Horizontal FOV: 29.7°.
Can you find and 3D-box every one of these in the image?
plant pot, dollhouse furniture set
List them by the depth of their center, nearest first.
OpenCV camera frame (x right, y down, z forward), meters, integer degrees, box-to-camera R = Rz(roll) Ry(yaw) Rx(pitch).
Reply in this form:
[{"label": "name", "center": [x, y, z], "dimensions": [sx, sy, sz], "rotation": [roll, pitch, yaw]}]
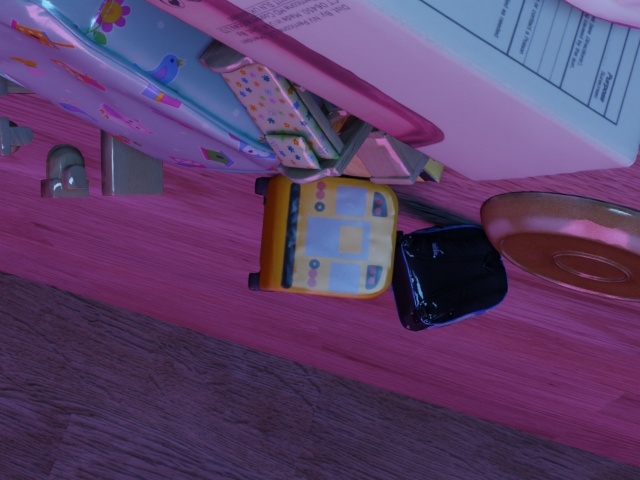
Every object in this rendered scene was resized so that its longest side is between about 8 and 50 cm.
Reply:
[{"label": "dollhouse furniture set", "center": [0.040, -0.084, 0.803], "dimensions": [0.161, 0.101, 0.182], "rotation": [3, 140, 45]}, {"label": "dollhouse furniture set", "center": [-0.240, -0.111, 1.100], "dimensions": [0.151, 0.144, 0.123], "rotation": [-3, -176, -33]}, {"label": "plant pot", "center": [0.265, 0.015, 1.170], "dimensions": [0.236, 0.032, 0.236], "rotation": [17, 167, 4]}]

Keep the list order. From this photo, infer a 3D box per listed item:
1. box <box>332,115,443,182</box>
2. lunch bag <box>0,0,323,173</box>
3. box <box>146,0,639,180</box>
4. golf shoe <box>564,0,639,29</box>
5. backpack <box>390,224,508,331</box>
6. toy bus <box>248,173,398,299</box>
[{"label": "box", "center": [-0.007, -0.097, 1.023], "dimensions": [0.232, 0.058, 0.087], "rotation": [6, 163, 39]}, {"label": "lunch bag", "center": [-0.148, -0.148, 0.896], "dimensions": [0.279, 0.108, 0.224], "rotation": [30, 167, -35]}, {"label": "box", "center": [0.049, -0.142, 0.583], "dimensions": [0.232, 0.148, 0.127], "rotation": [26, 164, -29]}, {"label": "golf shoe", "center": [0.116, -0.176, 0.449], "dimensions": [0.140, 0.115, 0.306], "rotation": [-2, 156, 44]}, {"label": "backpack", "center": [0.128, 0.036, 1.254], "dimensions": [0.114, 0.105, 0.084], "rotation": [-12, 174, -21]}, {"label": "toy bus", "center": [0.000, 0.000, 1.191], "dimensions": [0.130, 0.108, 0.332], "rotation": [4, 178, 0]}]
